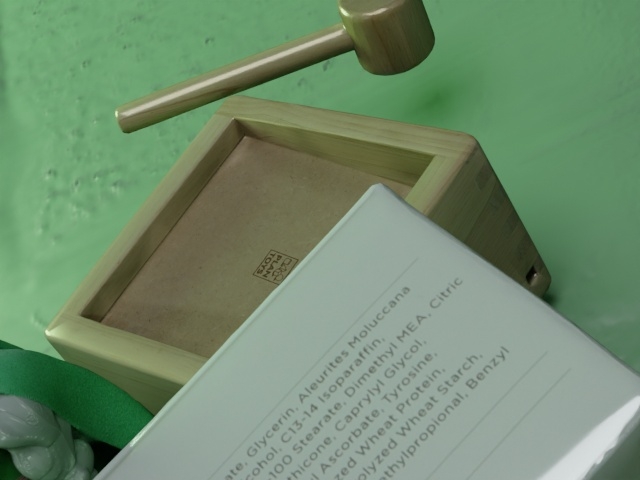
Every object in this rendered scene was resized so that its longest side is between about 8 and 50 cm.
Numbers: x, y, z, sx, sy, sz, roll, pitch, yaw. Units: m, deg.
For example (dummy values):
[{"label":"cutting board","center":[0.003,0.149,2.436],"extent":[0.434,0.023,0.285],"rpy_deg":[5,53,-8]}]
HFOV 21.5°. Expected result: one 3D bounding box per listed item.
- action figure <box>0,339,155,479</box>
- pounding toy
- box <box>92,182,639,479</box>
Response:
[{"label":"action figure","center":[-0.087,0.080,0.554],"extent":[0.137,0.232,0.063],"rpy_deg":[6,64,34]},{"label":"pounding toy","center":[-0.004,-0.006,0.665],"extent":[0.181,0.094,0.206],"rpy_deg":[13,58,41]},{"label":"box","center":[0.027,0.116,0.498],"extent":[0.182,0.181,0.119],"rpy_deg":[-47,49,-5]}]
